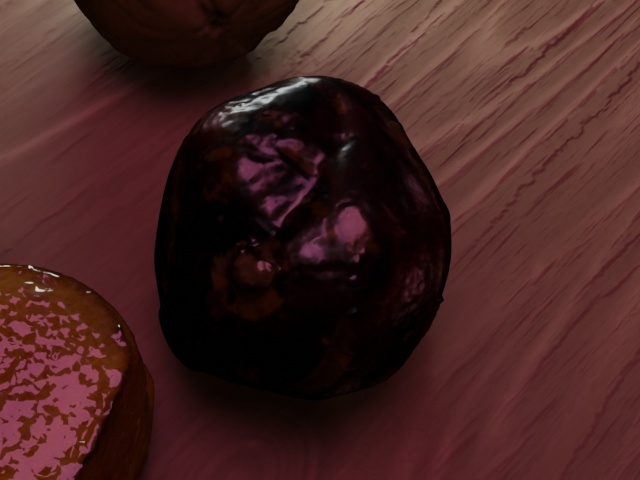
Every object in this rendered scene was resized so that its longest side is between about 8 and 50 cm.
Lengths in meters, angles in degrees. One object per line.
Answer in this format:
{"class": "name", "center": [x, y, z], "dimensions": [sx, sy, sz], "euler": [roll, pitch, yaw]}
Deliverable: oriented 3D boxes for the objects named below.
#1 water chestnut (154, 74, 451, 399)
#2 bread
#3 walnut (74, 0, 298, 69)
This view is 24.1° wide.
{"class": "water chestnut", "center": [0.000, 0.000, 1.565], "dimensions": [0.347, 0.335, 0.335], "euler": [-5, 50, -48]}
{"class": "bread", "center": [-0.310, 0.163, 1.461], "dimensions": [0.312, 0.172, 0.312], "euler": [4, 57, -7]}
{"class": "walnut", "center": [-0.159, -0.364, 1.787], "dimensions": [0.333, 0.333, 0.332], "euler": [4, 55, -5]}
